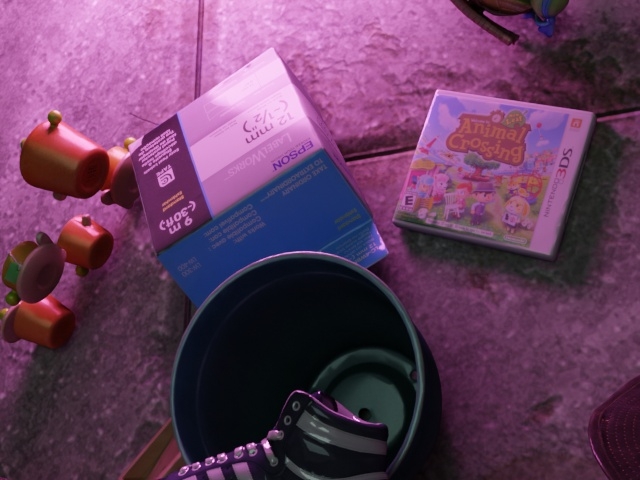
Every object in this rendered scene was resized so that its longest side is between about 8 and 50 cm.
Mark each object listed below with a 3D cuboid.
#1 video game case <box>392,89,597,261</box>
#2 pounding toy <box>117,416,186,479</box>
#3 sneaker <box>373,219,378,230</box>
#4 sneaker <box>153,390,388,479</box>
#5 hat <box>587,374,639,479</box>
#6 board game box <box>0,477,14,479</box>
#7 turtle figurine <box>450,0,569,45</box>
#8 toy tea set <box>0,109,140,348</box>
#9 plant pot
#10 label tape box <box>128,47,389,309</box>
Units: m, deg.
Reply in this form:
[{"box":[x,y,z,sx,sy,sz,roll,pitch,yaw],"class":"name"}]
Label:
[{"box":[0.216,-0.087,1.218,0.212,0.023,0.193,13,76,27],"class":"video game case"},{"box":[-0.141,0.280,1.132,0.181,0.094,0.206,-50,17,-1],"class":"pounding toy"},{"box":[0.000,0.000,1.266,0.162,0.063,0.073,-14,47,14],"class":"sneaker"},{"box":[-0.069,0.209,0.890,0.282,0.099,0.153,3,80,16],"class":"sneaker"},{"box":[0.413,0.257,0.921,0.331,0.331,0.134,16,116,27],"class":"hat"},{"box":[-0.424,0.407,1.145,0.141,0.291,0.232,-18,65,16],"class":"board game box"},{"box":[0.209,-0.404,1.231,0.266,0.275,0.198,27,67,37],"class":"turtle figurine"},{"box":[-0.376,-0.015,1.344,0.124,0.200,0.336,23,86,20],"class":"toy tea set"},{"box":[0.017,0.176,1.066,0.271,0.255,0.272,-7,71,21],"class":"plant pot"},{"box":[-0.092,-0.058,1.237,0.249,0.115,0.348,-32,43,8],"class":"label tape box"}]
